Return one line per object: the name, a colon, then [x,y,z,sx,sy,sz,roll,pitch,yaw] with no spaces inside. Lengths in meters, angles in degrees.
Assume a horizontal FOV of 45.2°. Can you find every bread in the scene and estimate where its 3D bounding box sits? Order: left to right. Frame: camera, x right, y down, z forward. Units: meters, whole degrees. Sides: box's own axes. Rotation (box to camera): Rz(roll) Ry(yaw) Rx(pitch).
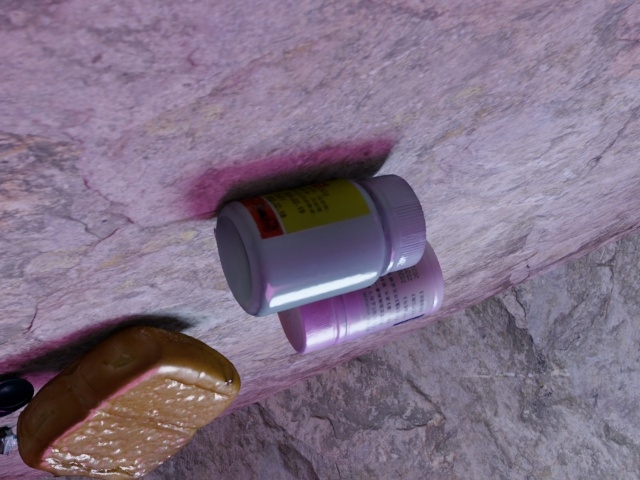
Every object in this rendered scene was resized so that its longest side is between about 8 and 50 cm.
bread: [-0.332,0.278,1.373,0.328,0.148,0.337,-43,149,8]

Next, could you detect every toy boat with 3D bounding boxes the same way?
toy boat: [-0.734,0.476,1.826,0.066,0.059,0.140,-1,157,-23]

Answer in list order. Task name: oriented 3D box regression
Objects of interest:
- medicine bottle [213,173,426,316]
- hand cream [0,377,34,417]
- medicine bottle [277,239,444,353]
medicine bottle: [0.000,0.000,0.921,0.226,0.139,0.139,-14,164,-24]
hand cream: [-0.613,0.299,1.382,0.271,0.061,0.120,-23,173,41]
medicine bottle: [0.061,0.084,1.290,0.254,0.152,0.152,-15,165,-18]
